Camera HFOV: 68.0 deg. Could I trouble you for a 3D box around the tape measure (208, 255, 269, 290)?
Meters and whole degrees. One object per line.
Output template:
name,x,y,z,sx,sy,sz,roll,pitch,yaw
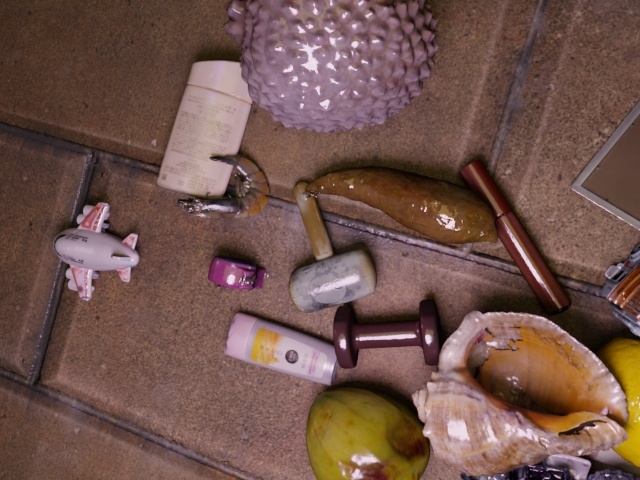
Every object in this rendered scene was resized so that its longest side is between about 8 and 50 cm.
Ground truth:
tape measure,-0.198,0.080,1.115,0.125,0.118,0.074,13,90,17

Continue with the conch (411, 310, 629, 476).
conch,0.351,0.286,0.888,0.353,0.210,0.296,4,77,13

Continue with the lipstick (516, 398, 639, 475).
lipstick,0.515,0.390,0.953,0.255,0.070,0.070,17,92,14

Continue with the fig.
fig,0.085,0.418,0.990,0.271,0.240,0.239,38,98,41

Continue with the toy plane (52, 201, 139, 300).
toy plane,-0.572,0.026,1.208,0.253,0.118,0.251,-1,86,16

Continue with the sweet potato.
sweet potato,0.177,-0.090,1.024,0.423,0.130,0.130,19,93,16

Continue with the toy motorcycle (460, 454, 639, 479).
toy motorcycle,0.449,0.498,0.927,0.328,0.143,0.187,-7,125,29

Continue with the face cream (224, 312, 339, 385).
face cream,-0.089,0.255,1.105,0.270,0.073,0.107,15,84,15

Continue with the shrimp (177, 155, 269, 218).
shrimp,-0.228,-0.124,1.120,0.218,0.051,0.150,-6,95,-19

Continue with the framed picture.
framed picture,0.695,-0.113,0.933,0.296,0.019,0.232,40,97,21

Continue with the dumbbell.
dumbbell,0.144,0.201,1.015,0.226,0.140,0.123,-6,116,14

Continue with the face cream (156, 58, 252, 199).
face cream,-0.273,-0.276,1.159,0.174,0.081,0.348,17,92,6

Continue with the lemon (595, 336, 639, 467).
lemon,0.603,0.301,0.845,0.241,0.240,0.219,18,85,14

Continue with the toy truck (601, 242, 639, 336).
toy truck,0.601,0.098,0.827,0.136,0.305,0.162,44,105,12

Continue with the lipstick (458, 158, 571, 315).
lipstick,0.408,-0.008,1.000,0.057,0.057,0.356,-31,82,11

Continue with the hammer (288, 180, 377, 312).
hammer,0.000,0.000,1.086,0.202,0.113,0.305,-19,76,9

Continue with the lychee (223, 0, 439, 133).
lychee,0.019,-0.408,0.960,0.433,0.380,0.379,12,91,-5
